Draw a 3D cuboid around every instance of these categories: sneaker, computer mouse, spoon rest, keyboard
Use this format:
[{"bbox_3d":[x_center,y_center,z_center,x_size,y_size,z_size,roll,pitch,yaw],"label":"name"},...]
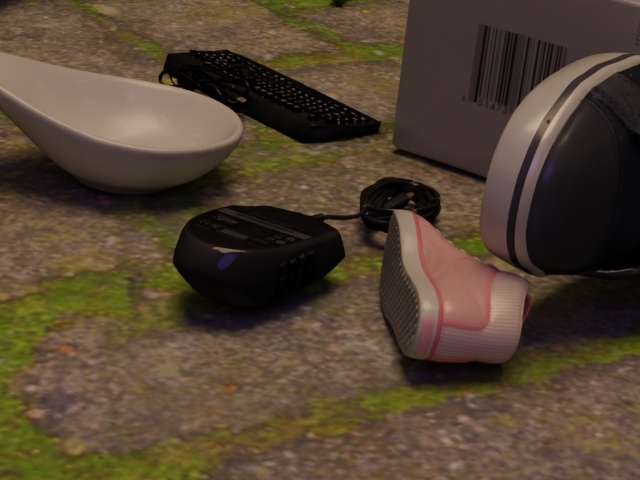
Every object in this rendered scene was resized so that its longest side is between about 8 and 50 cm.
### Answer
[{"bbox_3d":[0.218,-0.038,0.872,0.127,0.126,0.321,23,22,33],"label":"sneaker"},{"bbox_3d":[0.000,0.000,0.890,0.071,0.041,0.242,19,21,32],"label":"computer mouse"},{"bbox_3d":[-0.186,-0.080,0.967,0.276,0.084,0.137,0,24,-10],"label":"spoon rest"},{"bbox_3d":[-0.047,-0.121,1.146,0.100,0.038,0.192,-14,29,-37],"label":"keyboard"},{"bbox_3d":[0.073,0.027,0.819,0.070,0.051,0.134,7,23,-10],"label":"sneaker"}]

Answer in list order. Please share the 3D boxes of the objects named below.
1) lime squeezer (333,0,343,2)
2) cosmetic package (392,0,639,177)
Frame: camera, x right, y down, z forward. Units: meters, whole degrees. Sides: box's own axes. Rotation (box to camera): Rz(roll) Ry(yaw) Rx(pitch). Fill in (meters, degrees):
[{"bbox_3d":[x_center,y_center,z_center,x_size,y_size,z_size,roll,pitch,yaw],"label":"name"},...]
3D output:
[{"bbox_3d":[0.063,-0.349,1.528,0.058,0.110,0.310,15,69,22],"label":"lime squeezer"},{"bbox_3d":[0.237,-0.156,1.135,0.197,0.155,0.365,22,28,32],"label":"cosmetic package"}]
